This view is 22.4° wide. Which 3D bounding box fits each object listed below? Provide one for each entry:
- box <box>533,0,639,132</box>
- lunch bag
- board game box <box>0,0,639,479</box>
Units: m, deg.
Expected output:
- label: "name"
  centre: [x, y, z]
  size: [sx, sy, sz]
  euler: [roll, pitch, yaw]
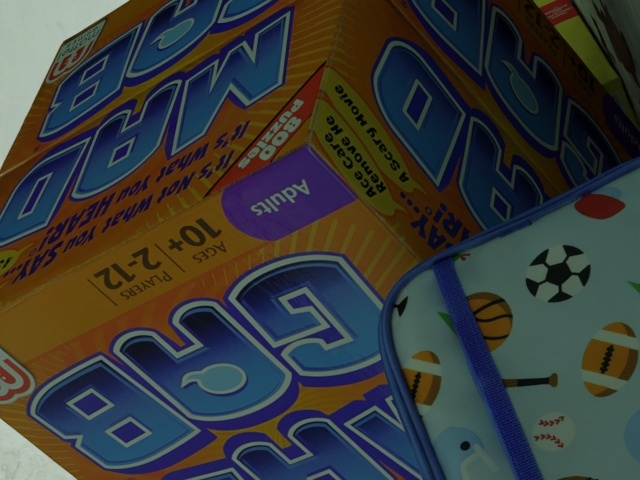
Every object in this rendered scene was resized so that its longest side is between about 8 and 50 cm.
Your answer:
- label: "box"
  centre: [0.214, -0.161, 1.427]
  size: [0.232, 0.058, 0.087]
  euler: [-105, -12, -54]
- label: "lunch bag"
  centre: [0.164, 0.114, 0.845]
  size: [0.115, 0.243, 0.303]
  euler: [57, -168, -51]
- label: "board game box"
  centre: [0.000, 0.000, 1.199]
  size: [0.356, 0.356, 0.356]
  euler: [45, -143, -27]
